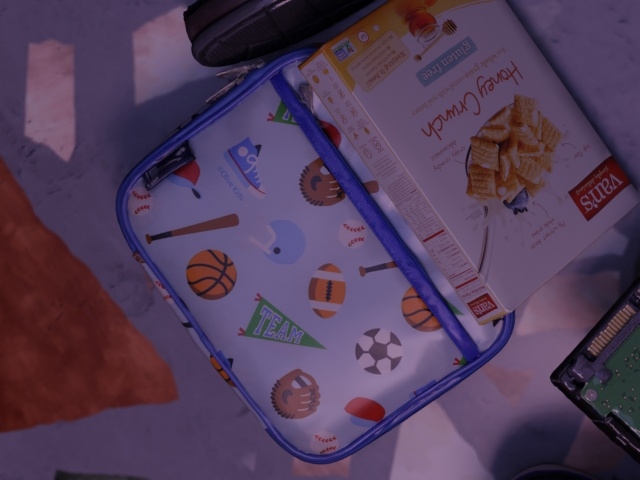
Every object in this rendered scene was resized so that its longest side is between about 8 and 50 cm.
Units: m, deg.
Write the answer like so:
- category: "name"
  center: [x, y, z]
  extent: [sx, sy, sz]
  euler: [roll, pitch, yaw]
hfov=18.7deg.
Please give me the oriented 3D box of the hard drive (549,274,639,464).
- category: "hard drive"
  center: [0.368, 0.129, 1.415]
  extent: [0.339, 0.064, 0.237]
  euler: [42, 85, -1]

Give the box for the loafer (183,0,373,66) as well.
- category: "loafer"
  center: [0.023, -0.238, 1.487]
  extent: [0.302, 0.109, 0.095]
  euler: [-28, 75, 6]

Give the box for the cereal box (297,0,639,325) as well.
- category: "cereal box"
  center: [0.116, -0.080, 1.463]
  extent: [0.240, 0.173, 0.047]
  euler: [54, 147, -2]

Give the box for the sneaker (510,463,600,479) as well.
- category: "sneaker"
  center: [0.268, 0.278, 1.452]
  extent: [0.322, 0.236, 0.130]
  euler: [21, 102, 5]

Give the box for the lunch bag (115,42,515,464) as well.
- category: "lunch bag"
  center: [0.000, 0.000, 1.514]
  extent: [0.243, 0.115, 0.303]
  euler: [-34, 94, 10]
